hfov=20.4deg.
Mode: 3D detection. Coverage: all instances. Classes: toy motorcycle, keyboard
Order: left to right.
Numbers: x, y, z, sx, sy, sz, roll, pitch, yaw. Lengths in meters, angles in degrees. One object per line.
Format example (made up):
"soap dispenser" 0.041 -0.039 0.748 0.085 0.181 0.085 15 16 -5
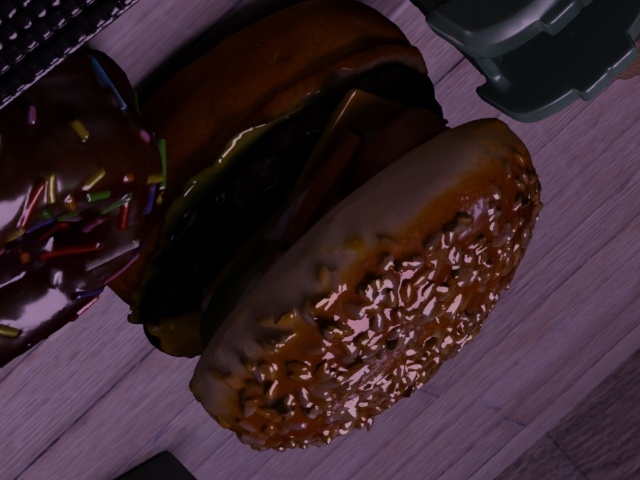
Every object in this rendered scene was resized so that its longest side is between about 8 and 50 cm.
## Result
"keyboard" -0.169 -0.091 0.862 0.204 0.061 0.013 -39 -172 -7
"toy motorcycle" 0.192 -0.223 1.061 0.326 0.200 0.191 -41 161 5

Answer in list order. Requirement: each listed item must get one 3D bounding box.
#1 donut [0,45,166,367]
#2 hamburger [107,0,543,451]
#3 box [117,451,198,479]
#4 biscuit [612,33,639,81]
"donut" -0.178 -0.003 0.979 0.230 0.096 0.216 -51 159 26
"hamburger" 0.000 0.000 1.143 0.291 0.225 0.291 -38 164 -13
"box" -0.166 0.316 1.667 0.163 0.135 0.243 -29 157 -35
"biscuit" 0.375 -0.199 1.324 0.426 0.078 0.144 -12 175 22
